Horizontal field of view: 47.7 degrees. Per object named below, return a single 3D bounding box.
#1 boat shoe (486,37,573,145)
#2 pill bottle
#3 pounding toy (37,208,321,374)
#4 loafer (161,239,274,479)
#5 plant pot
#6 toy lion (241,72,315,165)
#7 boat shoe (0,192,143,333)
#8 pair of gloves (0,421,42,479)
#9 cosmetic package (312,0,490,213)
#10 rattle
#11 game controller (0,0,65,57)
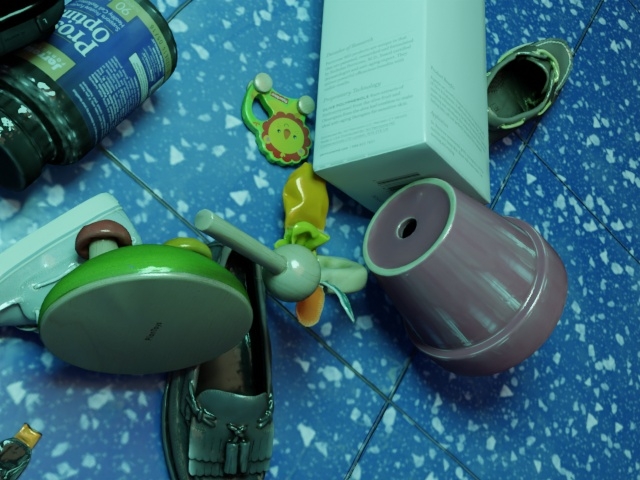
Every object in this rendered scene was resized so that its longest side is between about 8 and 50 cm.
[{"bbox_3d":[0.307,-0.236,1.102,0.324,0.096,0.117,-35,94,-34],"label":"boat shoe"},{"bbox_3d":[-0.254,-0.153,0.723,0.123,0.122,0.219,44,57,-12],"label":"pill bottle"},{"bbox_3d":[-0.137,0.024,0.650,0.183,0.236,0.110,35,35,-49],"label":"pounding toy"},{"bbox_3d":[-0.098,0.140,0.737,0.109,0.095,0.303,5,72,-29],"label":"loafer"},{"bbox_3d":[0.152,0.031,0.837,0.180,0.201,0.201,39,57,-33],"label":"plant pot"},{"bbox_3d":[-0.054,-0.144,0.899,0.100,0.034,0.096,24,71,-22],"label":"toy lion"},{"bbox_3d":[-0.261,0.041,0.681,0.081,0.079,0.227,49,53,-3],"label":"boat shoe"},{"bbox_3d":[-0.303,0.187,0.650,0.083,0.010,0.074,38,57,-18],"label":"pair of gloves"},{"bbox_3d":[0.111,-0.231,0.913,0.197,0.155,0.366,31,56,-50],"label":"cosmetic package"},{"bbox_3d":[0.000,0.000,0.766,0.130,0.200,0.143,24,95,1],"label":"rattle"},{"bbox_3d":[-0.383,-0.163,0.617,0.319,0.067,0.166,-34,54,-24],"label":"game controller"}]
